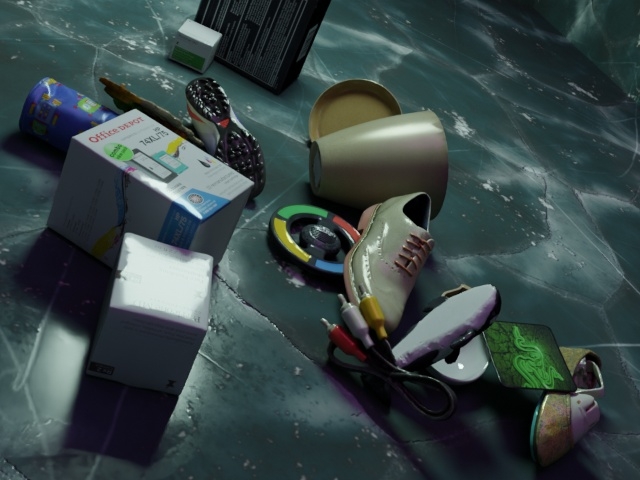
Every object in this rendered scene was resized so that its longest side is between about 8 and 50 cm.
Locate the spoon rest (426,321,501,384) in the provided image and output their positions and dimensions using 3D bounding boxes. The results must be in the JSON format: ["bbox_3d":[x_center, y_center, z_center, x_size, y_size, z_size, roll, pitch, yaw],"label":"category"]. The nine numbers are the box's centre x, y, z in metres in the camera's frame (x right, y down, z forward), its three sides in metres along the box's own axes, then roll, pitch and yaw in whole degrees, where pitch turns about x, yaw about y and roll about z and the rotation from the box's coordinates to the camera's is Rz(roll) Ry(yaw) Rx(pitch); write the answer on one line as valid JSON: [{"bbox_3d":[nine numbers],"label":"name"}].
[{"bbox_3d":[0.298,0.211,1.689,0.276,0.084,0.137,-7,45,-43],"label":"spoon rest"}]

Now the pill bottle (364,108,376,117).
[{"bbox_3d":[0.111,-0.285,2.225,0.065,0.116,0.065,19,33,-12],"label":"pill bottle"}]

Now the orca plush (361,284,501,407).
[{"bbox_3d":[0.220,0.202,1.557,0.151,0.287,0.102,20,-31,57],"label":"orca plush"}]

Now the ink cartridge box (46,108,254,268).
[{"bbox_3d":[-0.302,-0.065,1.534,0.270,0.197,0.198,32,32,8],"label":"ink cartridge box"}]

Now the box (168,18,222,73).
[{"bbox_3d":[-0.325,-0.507,2.249,0.101,0.087,0.102,24,32,-5],"label":"box"}]

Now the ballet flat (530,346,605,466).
[{"bbox_3d":[0.479,0.304,1.640,0.123,0.123,0.348,32,30,8],"label":"ballet flat"}]

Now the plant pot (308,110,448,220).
[{"bbox_3d":[0.120,-0.170,1.982,0.274,0.256,0.256,-2,40,-14],"label":"plant pot"}]

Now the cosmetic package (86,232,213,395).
[{"bbox_3d":[-0.264,0.115,1.349,0.151,0.151,0.184,16,34,-16],"label":"cosmetic package"}]

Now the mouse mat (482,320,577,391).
[{"bbox_3d":[0.392,0.217,1.643,0.152,0.007,0.190,5,35,-10],"label":"mouse mat"}]

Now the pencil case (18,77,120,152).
[{"bbox_3d":[-0.436,-0.212,1.718,0.306,0.119,0.133,25,39,-4],"label":"pencil case"}]

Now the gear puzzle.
[{"bbox_3d":[-0.356,-0.253,1.756,0.175,0.044,0.339,28,-4,11],"label":"gear puzzle"}]

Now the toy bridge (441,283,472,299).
[{"bbox_3d":[0.279,0.142,1.826,0.063,0.026,0.188,29,32,7],"label":"toy bridge"}]

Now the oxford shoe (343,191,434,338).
[{"bbox_3d":[0.147,0.032,1.727,0.140,0.146,0.397,43,34,-26],"label":"oxford shoe"}]

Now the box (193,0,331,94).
[{"bbox_3d":[-0.158,-0.607,2.319,0.294,0.296,0.183,29,33,3],"label":"box"}]

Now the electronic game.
[{"bbox_3d":[0.000,0.000,1.804,0.229,0.048,0.229,19,33,-13],"label":"electronic game"}]

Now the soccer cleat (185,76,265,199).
[{"bbox_3d":[-0.208,-0.214,1.915,0.108,0.116,0.318,-24,69,-14],"label":"soccer cleat"}]

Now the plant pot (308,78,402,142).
[{"bbox_3d":[0.089,-0.287,2.156,0.236,0.236,0.032,35,-5,13],"label":"plant pot"}]

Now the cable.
[{"bbox_3d":[0.104,0.213,1.485,0.287,0.139,0.072,50,7,33],"label":"cable"}]
